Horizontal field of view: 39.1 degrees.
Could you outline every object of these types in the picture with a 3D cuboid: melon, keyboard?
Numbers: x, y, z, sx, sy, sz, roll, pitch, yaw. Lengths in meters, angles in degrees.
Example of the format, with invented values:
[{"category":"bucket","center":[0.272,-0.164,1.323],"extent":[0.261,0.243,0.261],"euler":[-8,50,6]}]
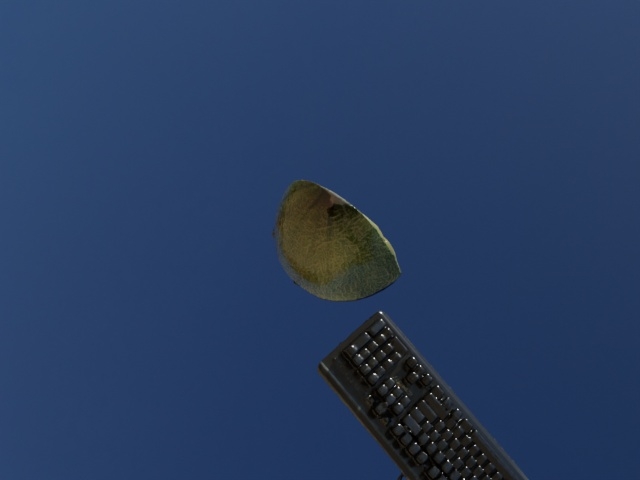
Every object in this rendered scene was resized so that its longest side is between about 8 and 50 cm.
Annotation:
[{"category":"melon","center":[0.000,0.000,0.958],"extent":[0.160,0.128,0.079],"euler":[35,-112,22]},{"category":"keyboard","center":[0.096,0.168,0.748],"extent":[0.230,0.093,0.025],"euler":[49,-30,3]}]

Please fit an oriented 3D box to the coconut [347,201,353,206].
[{"category":"coconut","center":[0.011,-0.014,1.081],"extent":[0.082,0.081,0.083],"euler":[-52,-176,-29]}]
